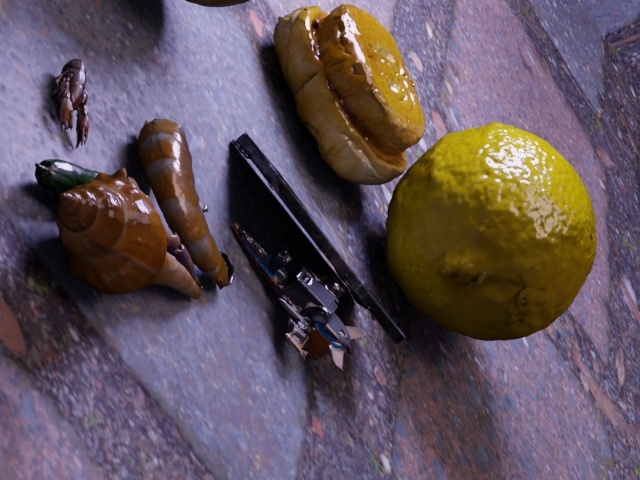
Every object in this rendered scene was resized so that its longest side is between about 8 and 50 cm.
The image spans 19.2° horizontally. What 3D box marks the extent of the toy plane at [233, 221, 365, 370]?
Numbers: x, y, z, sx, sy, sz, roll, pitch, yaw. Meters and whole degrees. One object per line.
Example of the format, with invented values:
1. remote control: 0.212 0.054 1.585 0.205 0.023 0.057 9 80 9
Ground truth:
1. toy plane: -0.023 0.050 1.997 0.188 0.062 0.135 58 33 -13

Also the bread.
1. bread: 0.038 -0.181 2.307 0.198 0.120 0.236 11 56 -66

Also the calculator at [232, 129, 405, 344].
1. calculator: 0.000 0.000 2.080 0.262 0.021 0.161 52 -1 -29

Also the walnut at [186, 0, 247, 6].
1. walnut: -0.121 -0.406 2.012 0.313 0.277 0.252 57 -15 0

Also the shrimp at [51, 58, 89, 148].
1. shrimp: -0.234 -0.133 1.769 0.038 0.029 0.092 30 44 -56

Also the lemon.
1. lemon: 0.213 -0.012 2.336 0.268 0.268 0.322 60 18 -9

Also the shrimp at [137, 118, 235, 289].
1. shrimp: -0.127 -0.036 1.875 0.166 0.049 0.161 58 10 -41

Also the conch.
1. conch: -0.176 0.009 1.690 0.109 0.093 0.330 53 -3 20

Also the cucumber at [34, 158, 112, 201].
1. cucumber: -0.217 -0.050 1.704 0.168 0.039 0.039 11 56 -66
